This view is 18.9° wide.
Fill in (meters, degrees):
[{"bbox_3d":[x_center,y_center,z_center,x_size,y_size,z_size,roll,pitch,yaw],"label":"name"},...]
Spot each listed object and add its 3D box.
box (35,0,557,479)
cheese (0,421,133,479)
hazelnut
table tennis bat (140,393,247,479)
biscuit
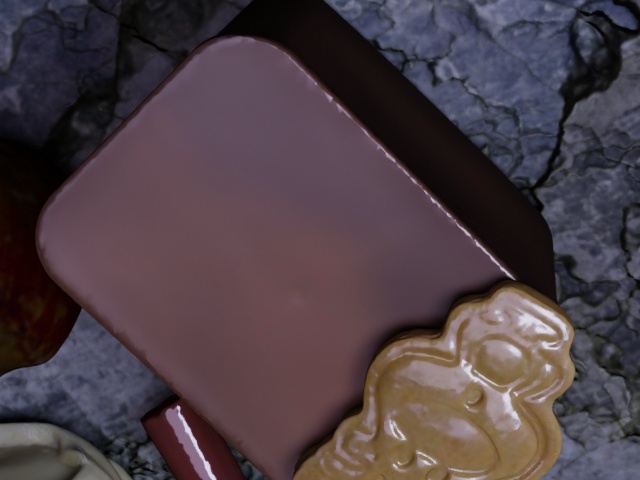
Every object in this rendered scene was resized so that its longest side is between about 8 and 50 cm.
[{"bbox_3d":[0.000,0.000,1.435,0.339,0.229,0.239,44,110,-8],"label":"box"},{"bbox_3d":[-0.263,0.277,1.629,0.266,0.127,0.233,-6,111,13],"label":"cheese"},{"bbox_3d":[-0.301,0.017,1.518,0.234,0.218,0.218,2,111,-12],"label":"hazelnut"},{"bbox_3d":[-0.025,0.311,1.616,0.268,0.051,0.414,-27,97,34],"label":"table tennis bat"},{"bbox_3d":[0.088,0.131,1.332,0.144,0.040,0.236,31,113,-9],"label":"biscuit"}]
